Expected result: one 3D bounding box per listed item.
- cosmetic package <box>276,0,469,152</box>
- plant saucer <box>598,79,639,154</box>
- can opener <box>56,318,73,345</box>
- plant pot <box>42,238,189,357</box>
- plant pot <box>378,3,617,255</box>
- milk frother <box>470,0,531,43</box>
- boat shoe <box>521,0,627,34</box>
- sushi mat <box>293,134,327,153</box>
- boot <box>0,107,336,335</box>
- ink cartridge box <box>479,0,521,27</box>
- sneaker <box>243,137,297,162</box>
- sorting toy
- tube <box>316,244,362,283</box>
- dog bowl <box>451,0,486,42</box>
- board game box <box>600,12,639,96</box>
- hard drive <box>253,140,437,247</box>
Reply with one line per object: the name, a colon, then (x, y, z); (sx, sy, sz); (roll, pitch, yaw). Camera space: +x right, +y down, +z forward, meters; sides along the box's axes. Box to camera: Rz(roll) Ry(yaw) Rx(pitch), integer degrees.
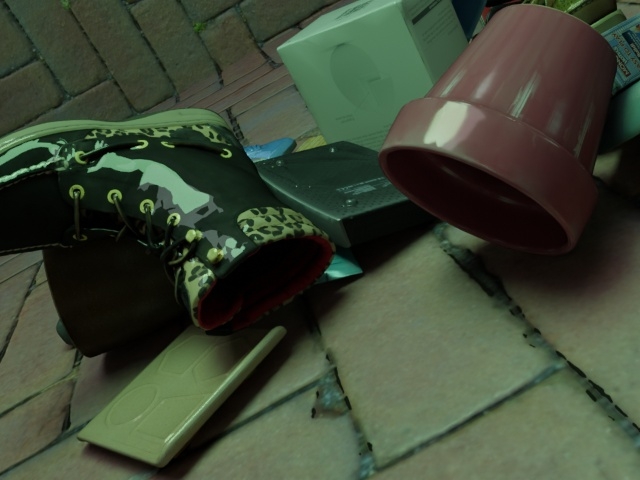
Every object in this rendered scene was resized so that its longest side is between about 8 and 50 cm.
cosmetic package: (0.099, -0.237, 1.136); (0.224, 0.224, 0.138); (-8, 29, 42)
plant saucer: (0.395, -0.186, 0.732); (0.318, 0.043, 0.317); (-33, -4, -3)
can opener: (-0.376, 0.058, 1.255); (0.076, 0.095, 0.283); (-27, 22, 8)
plant pot: (-0.219, 0.023, 1.036); (0.230, 0.215, 0.215); (-14, 22, -2)
plant pot: (0.181, -0.109, 0.727); (0.201, 0.201, 0.180); (12, 71, 59)
milk frother: (0.325, -0.335, 1.267); (0.135, 0.129, 0.143); (7, 85, 56)
boat shoe: (0.323, -0.291, 1.033); (0.111, 0.104, 0.307); (-31, 2, 3)
sushi mat: (-0.052, -0.102, 1.302); (0.151, 0.019, 0.316); (-8, 31, 44)
boot: (-0.195, -0.013, 0.852); (0.377, 0.138, 0.284); (-18, 47, -36)
ink cartridge box: (0.437, -0.551, 1.519); (0.309, 0.130, 0.272); (-23, 24, 15)
sneaker: (-0.145, -0.146, 1.416); (0.209, 0.082, 0.069); (-30, 11, -1)
sorting toy: (-0.150, 0.163, 0.844); (0.208, 0.038, 0.193); (-9, 30, 50)
tube: (0.000, 0.000, 0.987); (0.080, 0.052, 0.207); (-18, 26, 3)
dog bowl: (0.172, -0.331, 1.249); (0.166, 0.074, 0.297); (-28, -19, -19)
board game box: (0.315, -0.187, 0.842); (0.194, 0.060, 0.194); (-28, -6, -40)
hard drive: (0.029, -0.065, 0.988); (0.172, 0.054, 0.255); (-17, 26, -24)
